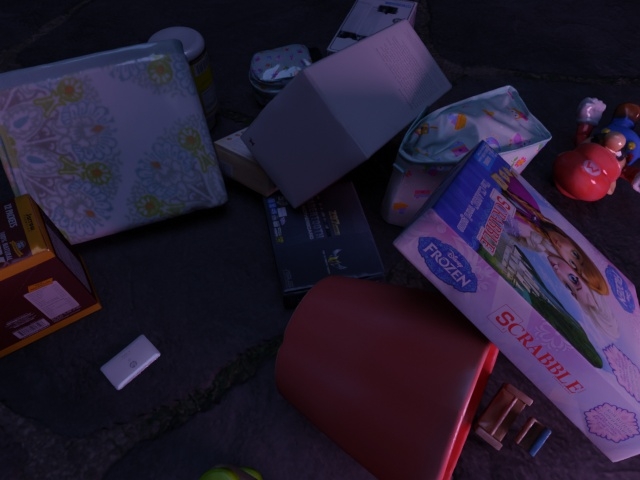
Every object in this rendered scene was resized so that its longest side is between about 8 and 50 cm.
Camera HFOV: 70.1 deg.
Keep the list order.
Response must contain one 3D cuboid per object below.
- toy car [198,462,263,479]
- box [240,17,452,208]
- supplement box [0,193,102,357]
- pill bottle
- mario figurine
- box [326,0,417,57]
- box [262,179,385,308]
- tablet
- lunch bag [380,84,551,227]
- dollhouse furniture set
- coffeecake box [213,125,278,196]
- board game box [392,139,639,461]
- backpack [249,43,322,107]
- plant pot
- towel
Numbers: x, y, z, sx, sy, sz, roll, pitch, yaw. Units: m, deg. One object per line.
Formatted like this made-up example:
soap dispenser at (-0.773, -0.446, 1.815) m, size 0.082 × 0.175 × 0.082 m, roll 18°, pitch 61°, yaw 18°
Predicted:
toy car at (-0.112, 0.384, 0.542) m, size 0.149 × 0.155 × 0.188 m, roll 25°, pitch 69°, yaw 17°
box at (0.058, -0.242, 0.854) m, size 0.168 × 0.215 × 0.345 m, roll 53°, pitch 50°, yaw -7°
supplement box at (-0.501, 0.063, 0.732) m, size 0.192 × 0.194 × 0.129 m, roll -28°, pitch 59°, yaw -17°
pill bottle at (-0.291, -0.340, 0.996) m, size 0.118 × 0.214 × 0.117 m, roll 0°, pitch 56°, yaw 0°
mario figurine at (0.600, -0.195, 0.911) m, size 0.321 × 0.169 × 0.198 m, roll -32°, pitch 26°, yaw -28°
box at (0.139, -0.527, 1.200) m, size 0.169 × 0.087 × 0.289 m, roll 17°, pitch 57°, yaw 12°
box at (0.000, 0.000, 0.853) m, size 0.184 × 0.059 × 0.232 m, roll -10°, pitch 55°, yaw -7°
tablet at (-0.312, 0.199, 0.751) m, size 0.054 × 0.006 × 0.083 m, roll 37°, pitch 64°, yaw 23°
lunch bag at (0.237, -0.139, 0.846) m, size 0.263 × 0.223 × 0.160 m, roll -20°, pitch 67°, yaw -12°
dollhouse furniture set at (0.332, 0.241, 0.664) m, size 0.129 × 0.129 × 0.183 m, roll 37°, pitch 87°, yaw 22°
coffeecake box at (-0.101, -0.181, 0.942) m, size 0.143 × 0.068 × 0.185 m, roll 29°, pitch 45°, yaw 24°
board game box at (0.271, 0.035, 0.576) m, size 0.318 × 0.066 × 0.319 m, roll 45°, pitch 37°, yaw 2°
backpack at (-0.079, -0.394, 1.095) m, size 0.182 × 0.115 × 0.151 m, roll -12°, pitch 59°, yaw -4°
plant pot at (0.090, 0.176, 0.624) m, size 0.243 × 0.274 × 0.274 m, roll 21°, pitch 57°, yaw 27°
towel at (-0.398, -0.176, 0.855) m, size 0.375 × 0.320 × 0.090 m, roll -16°, pitch 14°, yaw -7°
